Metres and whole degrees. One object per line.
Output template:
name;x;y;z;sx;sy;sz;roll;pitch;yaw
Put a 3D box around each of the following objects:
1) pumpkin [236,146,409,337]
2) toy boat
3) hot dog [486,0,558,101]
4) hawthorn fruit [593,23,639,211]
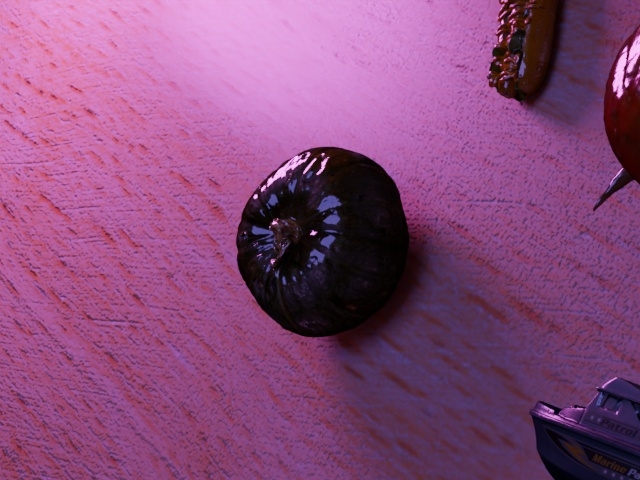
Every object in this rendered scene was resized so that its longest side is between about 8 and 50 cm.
pumpkin;0.000;0.000;1.949;0.224;0.157;0.223;-15;68;39
toy boat;0.296;0.196;1.525;0.296;0.114;0.122;23;91;52
hot dog;0.232;-0.244;1.928;0.072;0.055;0.188;-14;58;45
hawthorn fruit;0.387;-0.132;1.543;0.262;0.258;0.258;-15;54;66
